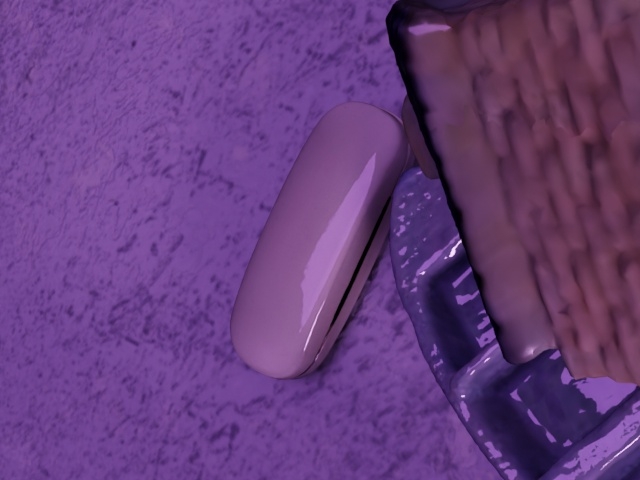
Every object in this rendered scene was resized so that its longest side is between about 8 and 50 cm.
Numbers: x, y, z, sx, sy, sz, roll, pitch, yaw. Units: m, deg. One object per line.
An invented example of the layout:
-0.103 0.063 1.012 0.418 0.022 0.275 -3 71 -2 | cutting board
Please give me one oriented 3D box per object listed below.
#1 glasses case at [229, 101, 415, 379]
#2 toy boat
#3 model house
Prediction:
0.000 0.000 0.728 0.081 0.051 0.204 29 96 38 | glasses case
0.133 0.062 0.603 0.127 0.078 0.283 -46 56 18 | toy boat
0.186 -0.072 0.487 0.284 0.298 0.243 4 118 52 | model house
